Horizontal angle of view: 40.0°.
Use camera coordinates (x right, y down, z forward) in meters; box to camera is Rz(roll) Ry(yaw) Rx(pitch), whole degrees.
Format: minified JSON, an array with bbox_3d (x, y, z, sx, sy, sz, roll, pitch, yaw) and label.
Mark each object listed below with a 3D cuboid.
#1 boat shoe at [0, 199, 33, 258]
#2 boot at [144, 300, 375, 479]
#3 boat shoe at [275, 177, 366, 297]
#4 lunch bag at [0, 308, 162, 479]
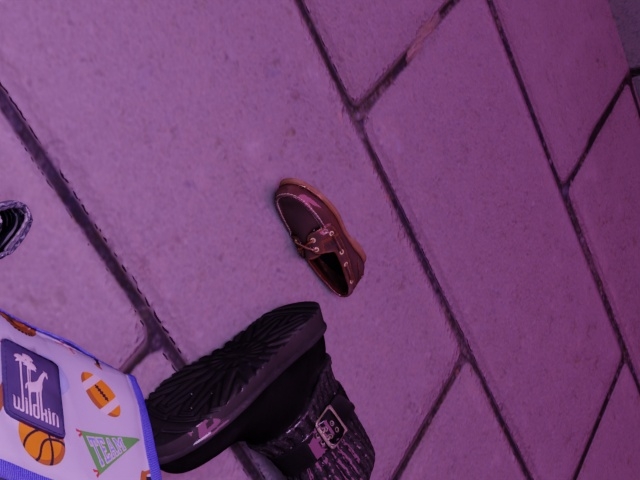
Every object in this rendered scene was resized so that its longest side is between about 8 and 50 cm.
[{"bbox_3d":[-0.359,0.017,0.829,0.183,0.083,0.065,-50,123,-38],"label":"boat shoe"},{"bbox_3d":[-0.064,0.259,1.114,0.348,0.131,0.260,-32,112,-45],"label":"boot"},{"bbox_3d":[0.000,0.000,1.247,0.207,0.073,0.073,49,52,-35],"label":"boat shoe"},{"bbox_3d":[-0.322,0.240,0.751,0.328,0.239,0.385,38,51,-42],"label":"lunch bag"}]
